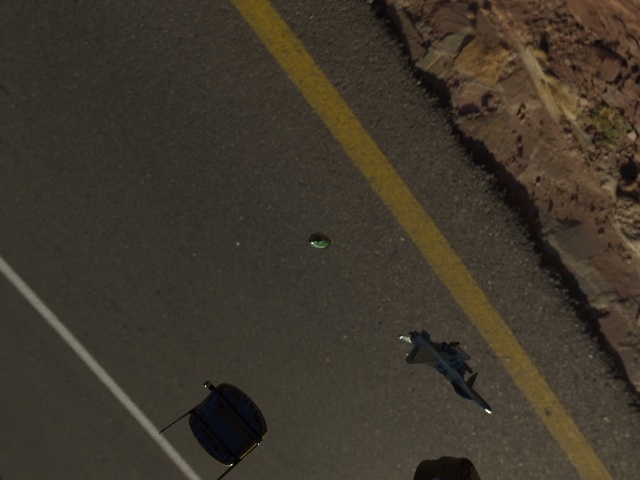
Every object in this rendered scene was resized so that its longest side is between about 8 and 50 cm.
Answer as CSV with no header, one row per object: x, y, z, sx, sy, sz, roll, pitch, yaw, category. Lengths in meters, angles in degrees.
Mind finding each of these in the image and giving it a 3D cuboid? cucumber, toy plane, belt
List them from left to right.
0.000,0.000,1.337,0.037,0.155,0.037,-1,86,14,cucumber
0.290,0.281,1.234,0.262,0.088,0.192,36,155,-14,toy plane
0.298,0.633,1.250,0.164,0.289,0.184,-18,139,35,belt

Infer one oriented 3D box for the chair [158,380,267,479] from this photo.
-0.210,0.400,1.196,0.172,0.247,0.159,-45,80,-1,chair
